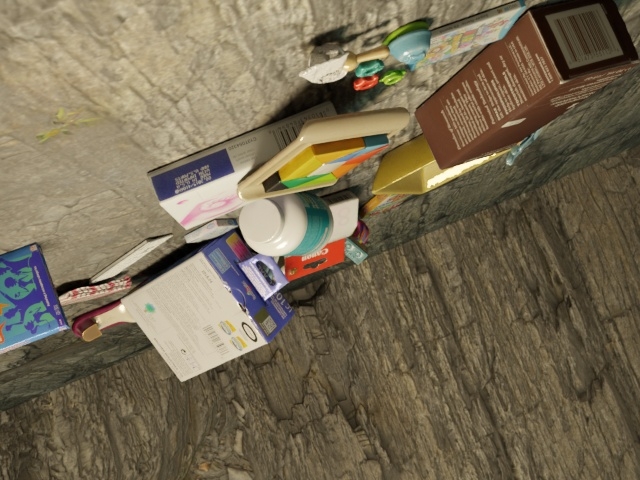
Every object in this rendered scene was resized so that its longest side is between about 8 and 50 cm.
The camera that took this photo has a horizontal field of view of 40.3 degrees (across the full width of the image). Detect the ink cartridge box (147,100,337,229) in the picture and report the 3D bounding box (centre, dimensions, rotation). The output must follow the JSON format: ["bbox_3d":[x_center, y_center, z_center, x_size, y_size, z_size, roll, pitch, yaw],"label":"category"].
[{"bbox_3d":[-0.114,-0.116,1.553,0.324,0.071,0.330,-23,170,-1],"label":"ink cartridge box"}]

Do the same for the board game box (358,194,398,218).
[{"bbox_3d":[0.208,-0.129,2.435,0.124,0.039,0.259,-20,168,-24],"label":"board game box"}]

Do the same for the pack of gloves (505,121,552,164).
[{"bbox_3d":[0.474,-0.277,1.897,0.232,0.046,0.195,-44,166,-24],"label":"pack of gloves"}]

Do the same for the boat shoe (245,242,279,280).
[{"bbox_3d":[-0.149,0.023,2.120,0.084,0.095,0.258,0,130,-31],"label":"boat shoe"}]

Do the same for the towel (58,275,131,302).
[{"bbox_3d":[-0.554,0.123,2.019,0.144,0.029,0.197,-18,176,36],"label":"towel"}]

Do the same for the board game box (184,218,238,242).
[{"bbox_3d":[-0.245,-0.022,1.962,0.090,0.020,0.090,-26,172,23],"label":"board game box"}]

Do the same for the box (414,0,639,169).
[{"bbox_3d":[0.352,-0.271,1.555,0.191,0.143,0.381,-19,173,-27],"label":"box"}]

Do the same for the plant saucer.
[{"bbox_3d":[0.301,-0.210,1.999,0.333,0.081,0.333,-27,171,26],"label":"plant saucer"}]

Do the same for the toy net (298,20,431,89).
[{"bbox_3d":[0.052,-0.252,1.218,0.232,0.045,0.122,-14,170,-37],"label":"toy net"}]

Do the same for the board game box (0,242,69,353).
[{"bbox_3d":[-0.567,0.116,1.516,0.210,0.160,0.047,-22,171,-10],"label":"board game box"}]

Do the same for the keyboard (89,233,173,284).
[{"bbox_3d":[-0.423,0.043,1.932,0.256,0.014,0.072,-29,169,40],"label":"keyboard"}]

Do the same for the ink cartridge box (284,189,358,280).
[{"bbox_3d":[0.000,0.000,2.191,0.189,0.066,0.232,-19,127,-25],"label":"ink cartridge box"}]

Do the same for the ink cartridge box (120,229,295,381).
[{"bbox_3d":[-0.254,0.151,2.101,0.395,0.270,0.151,-28,-169,39],"label":"ink cartridge box"}]

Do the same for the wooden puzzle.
[{"bbox_3d":[0.006,-0.131,1.409,0.221,0.044,0.239,-13,165,-37],"label":"wooden puzzle"}]

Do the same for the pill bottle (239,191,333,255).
[{"bbox_3d":[-0.077,-0.039,1.861,0.146,0.146,0.264,-25,172,17],"label":"pill bottle"}]

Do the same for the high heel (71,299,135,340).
[{"bbox_3d":[-0.569,0.199,2.417,0.244,0.082,0.117,-34,-152,-21],"label":"high heel"}]

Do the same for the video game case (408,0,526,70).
[{"bbox_3d":[0.224,-0.316,1.349,0.166,0.015,0.119,-21,171,-10],"label":"video game case"}]

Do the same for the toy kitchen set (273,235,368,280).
[{"bbox_3d":[-0.002,0.056,2.341,0.207,0.166,0.122,-44,-163,18],"label":"toy kitchen set"}]

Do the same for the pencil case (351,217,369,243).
[{"bbox_3d":[0.077,-0.029,2.501,0.104,0.104,0.236,-23,171,5],"label":"pencil case"}]

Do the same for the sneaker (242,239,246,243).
[{"bbox_3d":[-0.164,0.045,2.345,0.118,0.110,0.292,-30,173,-10],"label":"sneaker"}]
